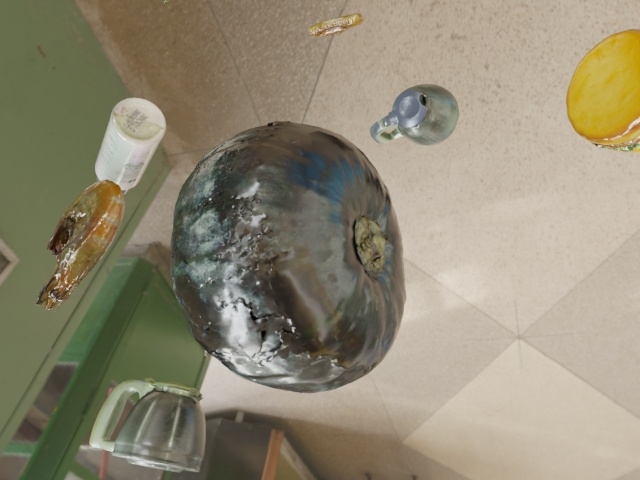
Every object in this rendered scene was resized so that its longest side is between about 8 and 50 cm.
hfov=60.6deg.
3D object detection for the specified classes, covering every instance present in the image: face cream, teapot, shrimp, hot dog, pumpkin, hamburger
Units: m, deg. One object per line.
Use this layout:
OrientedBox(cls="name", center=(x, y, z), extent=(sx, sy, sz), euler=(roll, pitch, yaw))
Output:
OrientedBox(cls="face cream", center=(-0.372, -0.155, 1.033), extent=(0.092, 0.092, 0.311), euler=(31, 150, -18))
OrientedBox(cls="teapot", center=(0.163, -0.231, 0.988), extent=(0.149, 0.108, 0.111), euler=(8, 95, 35))
OrientedBox(cls="shrimp", center=(-0.425, 0.003, 0.956), extent=(0.150, 0.248, 0.068), euler=(11, 161, 39))
OrientedBox(cls="hot dog", center=(0.036, -0.484, 1.239), extent=(0.137, 0.028, 0.044), euler=(-4, 178, 31))
OrientedBox(cls="pumpkin", center=(-0.019, 0.015, 0.474), extent=(0.163, 0.233, 0.233), euler=(-17, 129, 29))
OrientedBox(cls="hamburger", center=(0.630, -0.292, 1.090), extent=(0.170, 0.245, 0.246), euler=(10, 140, -27))
OrientedBox(cls="teapot", center=(-0.178, 0.192, 0.583), extent=(0.124, 0.090, 0.092), euler=(15, 153, -6))

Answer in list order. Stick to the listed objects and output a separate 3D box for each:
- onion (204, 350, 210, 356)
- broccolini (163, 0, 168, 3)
OrientedBox(cls="onion", center=(-0.200, 0.128, 1.416), extent=(0.159, 0.349, 0.267), euler=(39, 158, 40))
OrientedBox(cls="broccolini", center=(-0.315, -0.609, 1.199), extent=(0.058, 0.201, 0.074), euler=(0, 176, -12))
